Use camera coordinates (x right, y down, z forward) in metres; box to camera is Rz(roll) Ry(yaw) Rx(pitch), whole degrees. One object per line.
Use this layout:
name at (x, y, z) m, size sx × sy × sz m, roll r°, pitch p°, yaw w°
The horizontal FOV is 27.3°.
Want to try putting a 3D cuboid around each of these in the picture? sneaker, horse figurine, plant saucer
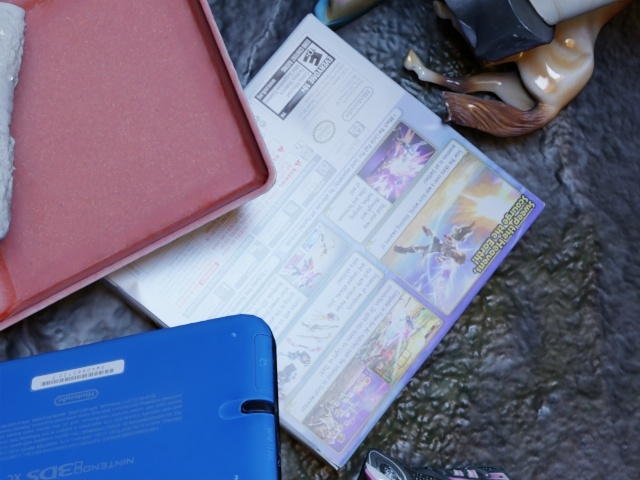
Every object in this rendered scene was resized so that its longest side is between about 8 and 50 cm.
sneaker at (0.111, 0.205, 1.030) m, size 0.178 × 0.072 × 0.077 m, roll 32°, pitch 67°, yaw -10°
horse figurine at (0.180, -0.183, 1.090) m, size 0.175 × 0.066 × 0.263 m, roll 25°, pitch 72°, yaw -4°
plant saucer at (-0.178, -0.094, 0.984) m, size 0.259 × 0.048 × 0.258 m, roll -27°, pitch 74°, yaw 16°

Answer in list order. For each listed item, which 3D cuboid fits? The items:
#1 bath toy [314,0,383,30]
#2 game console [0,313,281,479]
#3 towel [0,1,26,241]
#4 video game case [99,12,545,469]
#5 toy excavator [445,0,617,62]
bath toy at (-0.023, -0.352, 1.065) m, size 0.151 × 0.129 × 0.348 m, roll -22°, pitch 86°, yaw -39°
game console at (-0.151, 0.220, 0.959) m, size 0.293 × 0.173 × 0.250 m, roll -12°, pitch 48°, yaw 8°
towel at (-0.354, -0.074, 0.971) m, size 0.282 × 0.049 × 0.187 m, roll -3°, pitch 73°, yaw 11°
video game case at (0.000, 0.000, 1.042) m, size 0.244 × 0.061 × 0.269 m, roll 39°, pitch 79°, yaw 1°
toy excavator at (0.142, -0.426, 0.981) m, size 0.433 × 0.222 × 0.445 m, roll 46°, pitch 39°, yaw -34°
